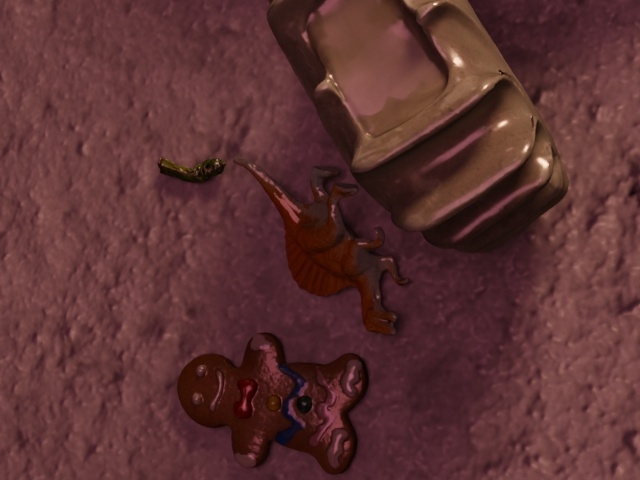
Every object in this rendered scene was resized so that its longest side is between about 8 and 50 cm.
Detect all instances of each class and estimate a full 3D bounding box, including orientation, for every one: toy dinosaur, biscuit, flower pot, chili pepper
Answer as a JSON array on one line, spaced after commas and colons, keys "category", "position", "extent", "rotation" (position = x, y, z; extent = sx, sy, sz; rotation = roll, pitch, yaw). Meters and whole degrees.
[{"category": "toy dinosaur", "position": [0.002, 0.000, 1.345], "extent": [0.212, 0.057, 0.142], "rotation": [20, 112, 33]}, {"category": "biscuit", "position": [-0.056, 0.163, 1.356], "extent": [0.205, 0.031, 0.138], "rotation": [10, 89, 24]}, {"category": "flower pot", "position": [0.072, -0.165, 1.214], "extent": [0.164, 0.254, 0.367], "rotation": [-35, 75, 15]}, {"category": "chili pepper", "position": [-0.133, -0.074, 1.412], "extent": [0.083, 0.022, 0.027], "rotation": [1, 87, 26]}]
